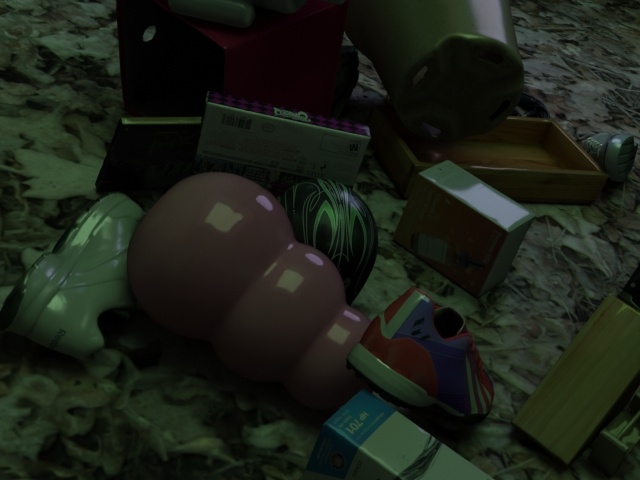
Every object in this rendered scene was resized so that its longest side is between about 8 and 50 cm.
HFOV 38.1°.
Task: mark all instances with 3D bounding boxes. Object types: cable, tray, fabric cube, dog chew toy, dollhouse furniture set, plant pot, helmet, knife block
[{"bbox_3d":[0.419,-0.304,2.001,0.151,0.047,0.184,12,33,-9],"label":"cable"},{"bbox_3d":[0.303,-0.156,1.711,0.411,0.076,0.202,0,38,-24],"label":"tray"},{"bbox_3d":[-0.146,-0.304,1.502,0.259,0.254,0.258,37,52,26],"label":"fabric cube"},{"bbox_3d":[-0.067,0.072,1.101,0.332,0.206,0.206,41,36,2],"label":"dog chew toy"},{"bbox_3d":[0.448,0.254,1.170,0.184,0.129,0.129,-37,59,-24],"label":"dollhouse furniture set"},{"bbox_3d":[0.215,-0.352,1.637,0.334,0.333,0.305,7,44,-16],"label":"plant pot"},{"bbox_3d":[0.000,0.000,1.249,0.170,0.161,0.169,12,15,-3],"label":"helmet"},{"bbox_3d":[0.379,0.130,1.180,0.088,0.242,0.276,36,38,26],"label":"knife block"}]

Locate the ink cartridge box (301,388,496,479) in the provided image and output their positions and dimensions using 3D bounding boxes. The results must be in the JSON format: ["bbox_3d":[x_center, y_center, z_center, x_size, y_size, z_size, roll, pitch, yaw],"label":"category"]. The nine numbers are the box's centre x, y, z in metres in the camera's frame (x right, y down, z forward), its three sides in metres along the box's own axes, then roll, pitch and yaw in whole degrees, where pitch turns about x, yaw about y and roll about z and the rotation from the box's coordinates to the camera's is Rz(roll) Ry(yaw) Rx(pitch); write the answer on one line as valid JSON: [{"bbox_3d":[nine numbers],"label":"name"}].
[{"bbox_3d":[0.080,0.265,0.937,0.191,0.139,0.082,33,36,22],"label":"ink cartridge box"}]

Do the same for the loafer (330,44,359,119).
[{"bbox_3d":[0.015,-0.296,1.784,0.109,0.095,0.302,-7,24,17],"label":"loafer"}]

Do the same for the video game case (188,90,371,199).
[{"bbox_3d":[-0.069,-0.092,1.318,0.232,0.210,0.041,10,36,-11],"label":"video game case"}]

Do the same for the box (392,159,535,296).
[{"bbox_3d":[0.218,-0.020,1.422,0.170,0.130,0.091,35,36,25],"label":"box"}]

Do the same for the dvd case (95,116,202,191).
[{"bbox_3d":[-0.202,-0.124,1.349,0.221,0.164,0.018,-5,61,-30],"label":"dvd case"}]

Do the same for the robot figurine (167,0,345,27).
[{"bbox_3d":[-0.115,-0.450,1.334,0.354,0.299,0.200,19,-11,8],"label":"robot figurine"}]

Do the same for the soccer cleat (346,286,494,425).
[{"bbox_3d":[0.146,0.137,1.077,0.109,0.116,0.318,37,6,33],"label":"soccer cleat"}]

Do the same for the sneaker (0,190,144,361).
[{"bbox_3d":[-0.280,0.046,1.142,0.129,0.111,0.297,36,33,-9],"label":"sneaker"}]

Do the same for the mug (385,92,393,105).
[{"bbox_3d":[0.180,-0.288,1.870,0.062,0.078,0.064,36,30,-37],"label":"mug"}]

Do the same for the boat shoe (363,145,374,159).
[{"bbox_3d":[0.022,-0.170,1.620,0.152,0.049,0.056,28,16,21],"label":"boat shoe"}]

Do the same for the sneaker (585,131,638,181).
[{"bbox_3d":[0.561,-0.167,1.813,0.091,0.094,0.258,15,7,21],"label":"sneaker"}]
